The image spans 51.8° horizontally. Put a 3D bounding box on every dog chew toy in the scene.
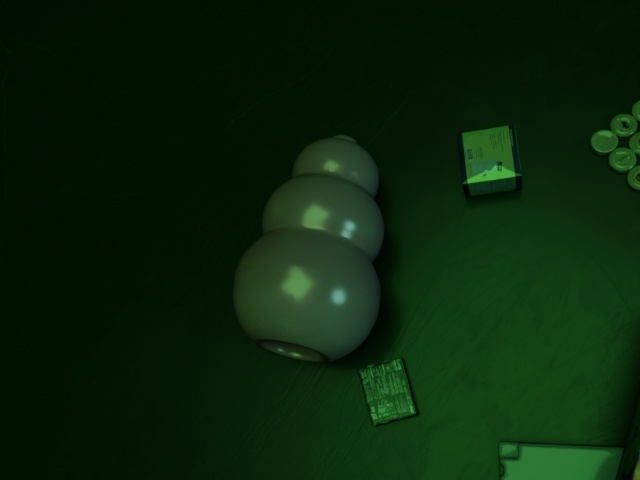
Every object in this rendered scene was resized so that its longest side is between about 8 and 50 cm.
[{"bbox_3d":[0.000,0.000,0.944,0.207,0.206,0.331,7,67,19],"label":"dog chew toy"}]

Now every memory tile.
[{"bbox_3d":[0.473,-0.148,0.935,0.148,0.012,0.113,-37,67,4],"label":"memory tile"}]

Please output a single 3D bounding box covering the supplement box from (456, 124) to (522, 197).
[{"bbox_3d":[0.249,-0.116,0.970,0.083,0.056,0.083,-7,72,15],"label":"supplement box"}]

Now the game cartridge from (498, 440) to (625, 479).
[{"bbox_3d":[0.320,0.399,0.795,0.196,0.060,0.294,-3,73,20],"label":"game cartridge"}]

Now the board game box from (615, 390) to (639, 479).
[{"bbox_3d":[0.424,0.201,0.717,0.142,0.144,0.275,17,79,22],"label":"board game box"}]

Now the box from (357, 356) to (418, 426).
[{"bbox_3d":[0.095,0.215,0.937,0.067,0.018,0.083,-19,69,11],"label":"box"}]
